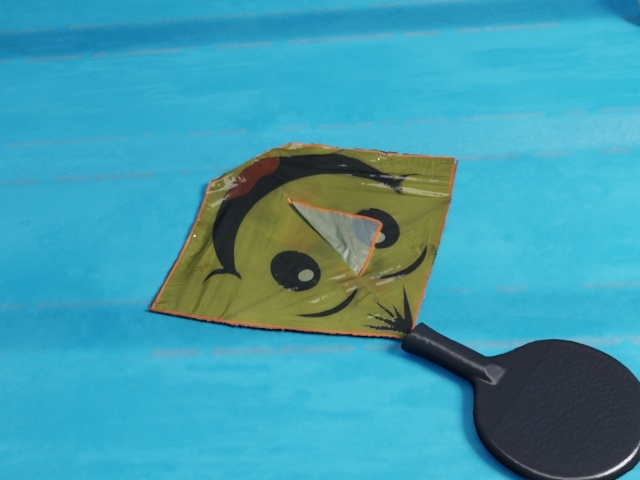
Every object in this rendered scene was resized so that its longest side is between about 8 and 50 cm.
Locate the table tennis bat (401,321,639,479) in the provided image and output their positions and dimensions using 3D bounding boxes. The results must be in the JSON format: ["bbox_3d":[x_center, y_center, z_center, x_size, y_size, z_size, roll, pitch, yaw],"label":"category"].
[{"bbox_3d":[0.179,0.134,0.969,0.236,0.027,0.150,25,55,28],"label":"table tennis bat"}]

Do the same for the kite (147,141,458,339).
[{"bbox_3d":[0.000,0.002,1.136,0.377,0.013,0.327,-29,49,-18],"label":"kite"}]

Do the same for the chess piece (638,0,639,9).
[{"bbox_3d":[0.563,-0.376,1.336,0.397,0.117,0.117,-34,50,-23],"label":"chess piece"}]
